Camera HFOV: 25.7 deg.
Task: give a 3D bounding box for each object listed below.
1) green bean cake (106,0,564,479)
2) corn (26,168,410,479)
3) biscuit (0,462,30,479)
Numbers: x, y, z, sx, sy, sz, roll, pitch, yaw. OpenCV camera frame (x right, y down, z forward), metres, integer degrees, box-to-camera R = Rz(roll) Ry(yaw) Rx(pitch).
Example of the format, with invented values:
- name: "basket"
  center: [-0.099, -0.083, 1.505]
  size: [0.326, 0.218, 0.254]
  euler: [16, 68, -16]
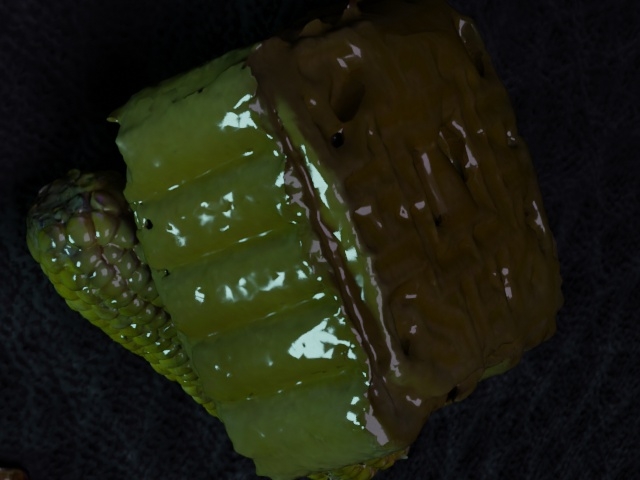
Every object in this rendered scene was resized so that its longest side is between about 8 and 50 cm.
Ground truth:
- name: "green bean cake"
  center: [0.020, -0.012, 0.747]
  size: [0.224, 0.131, 0.229]
  euler: [-29, 100, -51]
- name: "corn"
  center: [-0.054, 0.055, 0.813]
  size: [0.292, 0.101, 0.101]
  euler: [39, 86, -38]
- name: "biscuit"
  center: [-0.225, 0.273, 0.849]
  size: [0.232, 0.013, 0.236]
  euler: [-38, 126, -15]
